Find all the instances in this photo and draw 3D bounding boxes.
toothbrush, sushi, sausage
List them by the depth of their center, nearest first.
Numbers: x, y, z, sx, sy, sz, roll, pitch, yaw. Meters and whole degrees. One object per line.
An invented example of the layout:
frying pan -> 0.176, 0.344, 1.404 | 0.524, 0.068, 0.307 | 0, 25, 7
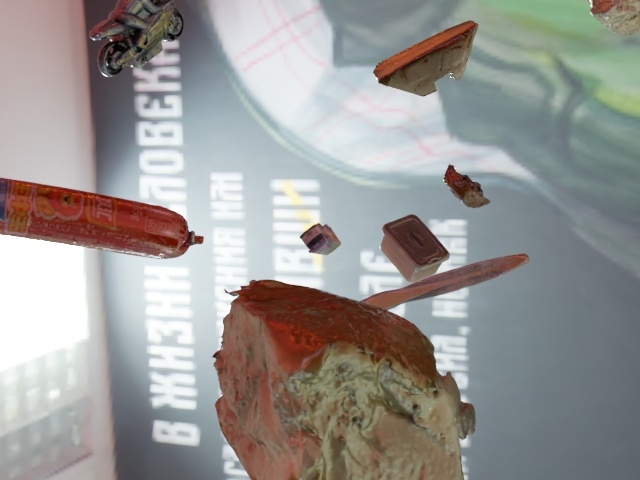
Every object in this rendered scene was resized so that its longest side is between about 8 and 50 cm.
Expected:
sausage -> -0.281, -0.022, 1.517 | 0.074, 0.274, 0.074 | -169, 90, -70
toothbrush -> 0.089, 0.077, 1.561 | 0.037, 0.375, 0.028 | -19, -88, -80
sushi -> 0.261, -0.093, 2.144 | 0.099, 0.047, 0.050 | 46, -177, -12

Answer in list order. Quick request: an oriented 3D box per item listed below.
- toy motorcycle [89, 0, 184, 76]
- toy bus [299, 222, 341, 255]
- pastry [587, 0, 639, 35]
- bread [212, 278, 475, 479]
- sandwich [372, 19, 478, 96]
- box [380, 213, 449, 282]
toy motorcycle -> -0.272, -0.328, 1.794 | 0.193, 0.061, 0.124 | -41, -43, -42
toy bus -> 0.000, 0.000, 2.503 | 0.058, 0.052, 0.102 | 54, -167, 14
pastry -> 0.410, -0.412, 1.789 | 0.121, 0.089, 0.258 | 35, -149, -53
bread -> 0.030, 0.183, 1.335 | 0.279, 0.250, 0.225 | 9, -79, -27
sandwich -> 0.227, -0.367, 2.492 | 0.088, 0.244, 0.090 | 63, 176, -30
box -> 0.173, 0.018, 2.269 | 0.089, 0.122, 0.062 | -20, -31, -34
